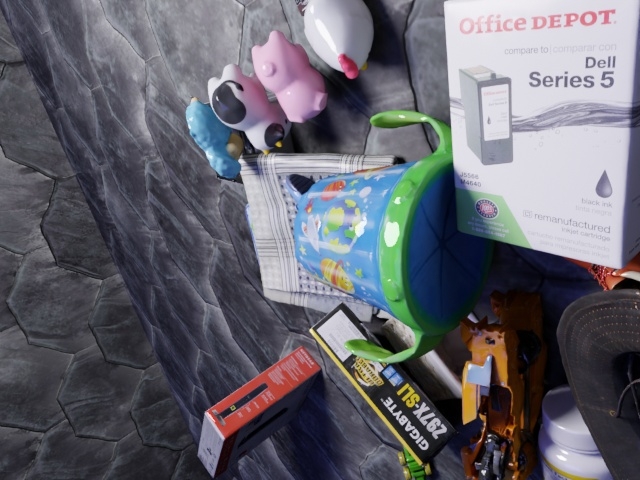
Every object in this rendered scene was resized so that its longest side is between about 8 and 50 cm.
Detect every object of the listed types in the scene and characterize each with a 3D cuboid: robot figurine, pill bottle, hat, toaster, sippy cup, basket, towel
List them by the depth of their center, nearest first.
[{"bbox_3d":[0.402,0.172,0.525,0.331,0.134,0.331,53,159,31],"label":"hat"},{"bbox_3d":[0.369,0.312,0.732,0.119,0.119,0.209,12,123,49],"label":"pill bottle"},{"bbox_3d":[0.090,-0.006,0.742,0.224,0.306,0.240,8,148,43],"label":"sippy cup"},{"bbox_3d":[0.260,0.227,0.748,0.085,0.211,0.291,10,112,39],"label":"robot figurine"},{"bbox_3d":[0.194,0.168,0.867,0.167,0.113,0.103,54,148,11],"label":"basket"},{"bbox_3d":[0.000,0.000,0.958,0.312,0.056,0.324,6,120,26],"label":"towel"},{"bbox_3d":[-0.151,-0.209,1.051,0.168,0.110,0.186,16,126,46],"label":"toaster"}]

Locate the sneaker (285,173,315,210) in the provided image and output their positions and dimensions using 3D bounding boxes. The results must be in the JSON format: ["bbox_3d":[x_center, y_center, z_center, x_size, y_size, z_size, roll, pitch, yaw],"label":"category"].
[{"bbox_3d":[-0.012,-0.049,0.882,0.144,0.053,0.059,48,131,2],"label":"sneaker"}]

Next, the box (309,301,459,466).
[{"bbox_3d":[0.120,0.253,0.920,0.257,0.079,0.322,46,176,21],"label":"box"}]

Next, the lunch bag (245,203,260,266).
[{"bbox_3d":[-0.072,0.011,1.128,0.176,0.090,0.219,17,127,45],"label":"lunch bag"}]

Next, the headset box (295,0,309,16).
[{"bbox_3d":[-0.015,-0.383,0.783,0.032,0.062,0.083,-11,104,55],"label":"headset box"}]

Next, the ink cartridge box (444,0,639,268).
[{"bbox_3d":[0.250,-0.132,0.565,0.198,0.114,0.273,18,128,46],"label":"ink cartridge box"}]

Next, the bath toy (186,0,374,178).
[{"bbox_3d":[-0.055,-0.231,0.822,0.348,0.151,0.129,-29,65,33],"label":"bath toy"}]

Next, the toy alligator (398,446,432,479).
[{"bbox_3d":[0.212,0.498,1.148,0.051,0.056,0.190,-82,-27,-73],"label":"toy alligator"}]

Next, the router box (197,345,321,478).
[{"bbox_3d":[-0.168,0.458,1.396,0.082,0.301,0.335,47,145,21],"label":"router box"}]

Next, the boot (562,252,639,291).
[{"bbox_3d":[0.330,0.025,0.604,0.158,0.084,0.059,24,134,45],"label":"boot"}]
